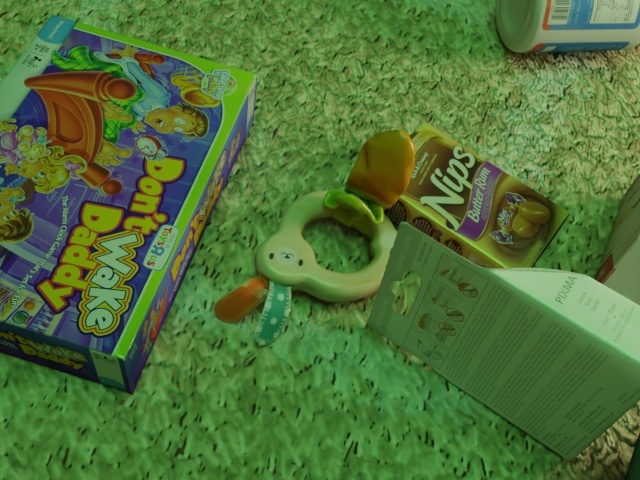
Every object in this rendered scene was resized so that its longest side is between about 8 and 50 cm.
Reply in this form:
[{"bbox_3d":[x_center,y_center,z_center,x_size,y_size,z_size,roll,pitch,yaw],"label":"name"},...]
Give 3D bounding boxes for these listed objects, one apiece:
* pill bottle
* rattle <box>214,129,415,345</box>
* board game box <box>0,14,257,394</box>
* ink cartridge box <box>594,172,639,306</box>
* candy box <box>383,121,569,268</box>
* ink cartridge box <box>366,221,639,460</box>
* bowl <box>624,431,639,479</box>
[{"bbox_3d":[0.349,-0.304,0.950,0.221,0.124,0.124,-4,58,-12],"label":"pill bottle"},{"bbox_3d":[0.000,0.000,0.694,0.200,0.143,0.130,-23,82,-28],"label":"rattle"},{"bbox_3d":[-0.226,-0.053,0.726,0.233,0.078,0.347,16,56,2],"label":"board game box"},{"bbox_3d":[0.354,-0.026,0.774,0.067,0.115,0.198,27,56,10],"label":"ink cartridge box"},{"bbox_3d":[0.151,-0.034,0.786,0.187,0.053,0.109,34,59,15],"label":"candy box"},{"bbox_3d":[0.158,0.077,0.637,0.225,0.181,0.056,34,58,16],"label":"ink cartridge box"},{"bbox_3d":[0.362,0.235,0.575,0.311,0.163,0.311,4,56,-7],"label":"bowl"}]
